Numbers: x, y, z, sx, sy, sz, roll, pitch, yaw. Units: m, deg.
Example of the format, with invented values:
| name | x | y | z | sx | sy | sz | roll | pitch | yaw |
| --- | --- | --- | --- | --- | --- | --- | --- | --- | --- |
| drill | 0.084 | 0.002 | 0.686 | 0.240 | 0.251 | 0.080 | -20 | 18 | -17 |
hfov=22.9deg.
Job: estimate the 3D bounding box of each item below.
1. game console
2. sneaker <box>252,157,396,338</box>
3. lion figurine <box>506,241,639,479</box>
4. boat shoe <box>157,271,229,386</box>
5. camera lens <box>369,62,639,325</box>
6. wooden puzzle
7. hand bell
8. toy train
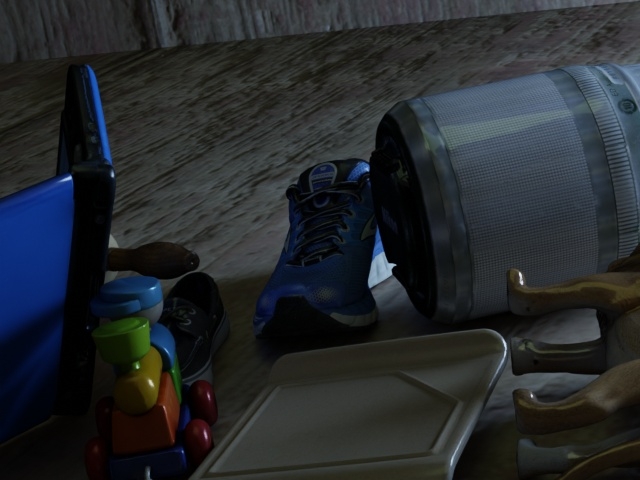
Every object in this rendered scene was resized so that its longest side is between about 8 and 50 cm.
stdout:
| name | x | y | z | sx | sy | sz | roll | pitch | yaw |
| --- | --- | --- | --- | --- | --- | --- | --- | --- | --- |
| game console | -0.279 | 0.025 | 1.386 | 0.173 | 0.293 | 0.250 | 0 | 41 | -17 |
| sneaker | 0.000 | 0.000 | 1.610 | 0.129 | 0.147 | 0.330 | -6 | 18 | 14 |
| lion figurine | 0.266 | 0.093 | 1.212 | 0.240 | 0.142 | 0.392 | -3 | 29 | 7 |
| boat shoe | -0.134 | 0.088 | 1.521 | 0.080 | 0.076 | 0.228 | -6 | 17 | 13 |
| camera lens | 0.197 | -0.048 | 1.518 | 0.274 | 0.219 | 0.219 | -13 | 17 | -7 |
| wooden puzzle | 0.026 | 0.153 | 1.264 | 0.221 | 0.044 | 0.239 | -9 | 21 | 22 |
| hand bell | -0.213 | 0.019 | 1.667 | 0.242 | 0.126 | 0.126 | -1 | 18 | 46 |
| toy train | -0.149 | 0.128 | 1.281 | 0.105 | 0.143 | 0.248 | -10 | 17 | 1 |
